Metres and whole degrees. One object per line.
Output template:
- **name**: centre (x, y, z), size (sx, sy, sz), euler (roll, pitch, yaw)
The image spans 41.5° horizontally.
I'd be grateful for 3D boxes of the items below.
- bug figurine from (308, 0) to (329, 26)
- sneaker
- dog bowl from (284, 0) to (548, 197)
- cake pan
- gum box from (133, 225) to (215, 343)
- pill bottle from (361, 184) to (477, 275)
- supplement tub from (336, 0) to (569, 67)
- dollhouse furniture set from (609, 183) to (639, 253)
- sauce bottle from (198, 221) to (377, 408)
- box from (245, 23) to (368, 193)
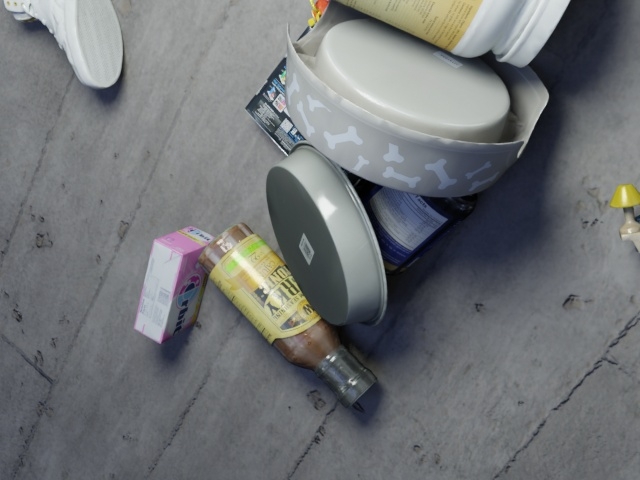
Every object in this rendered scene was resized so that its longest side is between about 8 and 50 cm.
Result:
- **bug figurine**: centre (0.031, -0.438, 1.183), size (0.216, 0.072, 0.279), euler (-24, 92, 23)
- **sneaker**: centre (-0.445, -0.380, 1.446), size (0.169, 0.108, 0.293), euler (-16, 86, 31)
- **dog bowl**: centre (0.112, -0.188, 1.078), size (0.348, 0.348, 0.102), euler (34, 130, 15)
- **cake pan**: centre (0.000, 0.000, 1.240), size (0.293, 0.054, 0.293), euler (53, 156, 35)
- **gum box**: centre (-0.251, 0.080, 1.463), size (0.062, 0.107, 0.189), euler (26, 114, 19)
- **pill bottle**: centre (0.145, -0.057, 1.211), size (0.123, 0.123, 0.219), euler (50, 119, 7)
- **supplement tub**: centre (0.144, -0.361, 1.025), size (0.316, 0.228, 0.228), euler (23, 115, -4)
- **dollhouse furniture set**: centre (0.483, -0.064, 0.939), size (0.303, 0.286, 0.198), euler (-7, 100, 17)
- **sauce bottle**: centre (-0.049, 0.122, 1.371), size (0.344, 0.111, 0.111), euler (45, 119, 8)
- **box**: centre (0.013, -0.188, 1.284), size (0.220, 0.051, 0.175), euler (47, 119, 9)
